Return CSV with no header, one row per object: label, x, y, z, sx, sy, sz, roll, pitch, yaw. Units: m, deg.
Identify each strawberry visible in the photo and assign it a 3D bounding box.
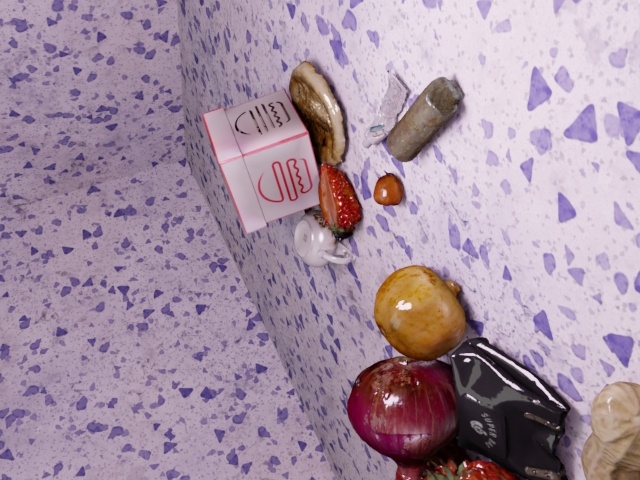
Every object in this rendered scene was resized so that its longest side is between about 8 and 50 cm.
strawberry,0.057,-0.135,2.026,0.174,0.098,0.228,-26,81,69
strawberry,0.426,0.738,1.631,0.312,0.267,0.351,-28,106,34

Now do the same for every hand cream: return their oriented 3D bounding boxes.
hand cream,0.165,-0.323,1.636,0.084,0.050,0.257,60,152,22

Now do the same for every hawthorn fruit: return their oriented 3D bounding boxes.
hawthorn fruit,0.183,-0.141,1.714,0.081,0.081,0.093,-149,56,-61

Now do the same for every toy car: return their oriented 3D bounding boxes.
toy car,0.052,-0.075,2.136,0.062,0.071,0.165,86,159,-74

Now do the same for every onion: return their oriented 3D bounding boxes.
onion,0.239,0.512,1.765,0.347,0.347,0.385,178,91,-69

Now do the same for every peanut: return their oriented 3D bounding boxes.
peanut,0.558,0.385,1.167,0.136,0.120,0.298,-126,23,-50

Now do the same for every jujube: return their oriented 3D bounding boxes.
jujube,0.359,0.666,1.877,0.250,0.174,0.174,53,154,37

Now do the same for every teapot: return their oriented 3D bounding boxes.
teapot,0.000,0.000,2.240,0.298,0.139,0.204,54,133,44

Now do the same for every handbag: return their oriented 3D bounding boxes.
handbag,0.446,0.423,1.478,0.288,0.152,0.342,23,132,49

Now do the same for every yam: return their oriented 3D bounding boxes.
yam,0.233,-0.272,1.443,0.093,0.093,0.259,67,160,10

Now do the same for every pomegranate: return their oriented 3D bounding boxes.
pomegranate,0.258,0.183,1.624,0.248,0.248,0.248,53,154,40

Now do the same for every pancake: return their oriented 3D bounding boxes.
pancake,-0.013,-0.391,1.999,0.356,0.065,0.356,54,160,29

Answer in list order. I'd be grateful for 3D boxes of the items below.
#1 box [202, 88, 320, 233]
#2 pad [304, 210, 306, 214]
box,-0.185,-0.270,2.104,0.314,0.300,0.312,-115,6,-46
pad,-0.045,-0.071,2.432,0.127,0.004,0.190,-146,38,-85
